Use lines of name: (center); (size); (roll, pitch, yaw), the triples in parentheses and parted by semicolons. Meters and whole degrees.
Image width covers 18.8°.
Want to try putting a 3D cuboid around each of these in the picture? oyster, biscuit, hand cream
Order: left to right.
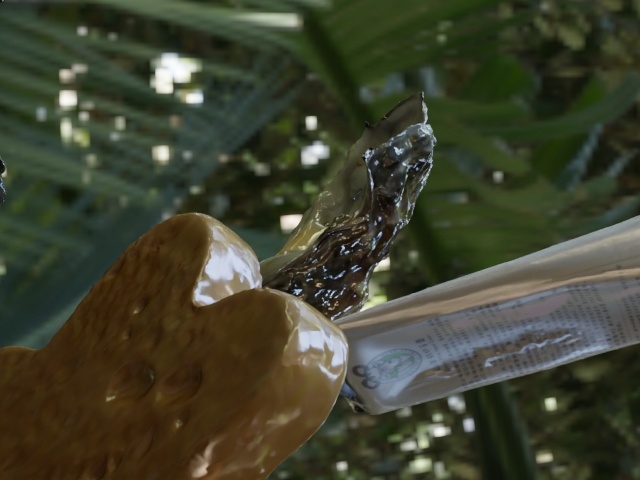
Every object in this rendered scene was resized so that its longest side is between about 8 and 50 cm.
biscuit: (-0.132, 0.145, 0.814); (0.355, 0.052, 0.275); (-50, -152, -4)
oyster: (0.009, 0.006, 1.620); (0.100, 0.275, 0.271); (36, -51, 6)
hand cream: (0.155, 0.040, 1.227); (0.121, 0.336, 0.076); (59, 16, -51)

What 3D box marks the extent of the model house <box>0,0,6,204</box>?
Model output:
model house: (-0.289, -0.107, 1.208); (0.204, 0.211, 0.243); (-8, -56, 23)
